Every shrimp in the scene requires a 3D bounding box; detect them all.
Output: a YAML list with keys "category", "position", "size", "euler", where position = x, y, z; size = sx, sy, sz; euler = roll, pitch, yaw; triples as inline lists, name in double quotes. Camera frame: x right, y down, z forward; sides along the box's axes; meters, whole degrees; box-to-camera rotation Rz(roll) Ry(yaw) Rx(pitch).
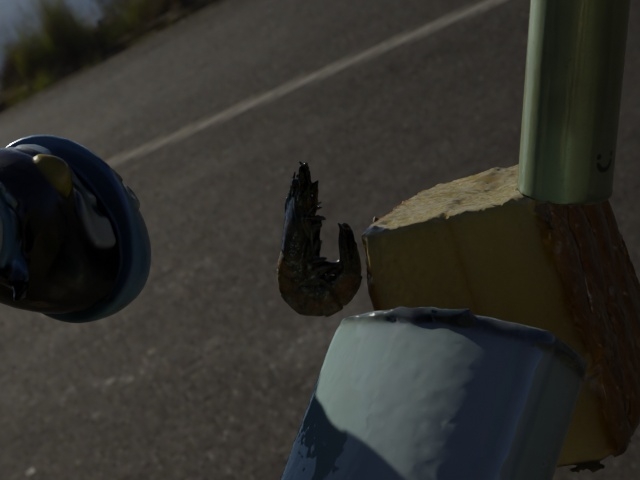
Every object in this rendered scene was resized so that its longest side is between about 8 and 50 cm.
- category: "shrimp"
  position: [0.000, 0.000, 1.362]
  size: [0.091, 0.161, 0.034]
  euler: [7, 21, 19]

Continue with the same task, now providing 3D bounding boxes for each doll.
- category: "doll"
  position: [-0.238, -0.013, 1.143]
  size: [0.141, 0.177, 0.314]
  euler: [-45, -15, 13]

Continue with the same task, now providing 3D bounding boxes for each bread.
- category: "bread"
  position: [0.194, 0.065, 1.375]
  size: [0.207, 0.279, 0.279]
  euler: [-17, 10, 25]

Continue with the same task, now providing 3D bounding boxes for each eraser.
- category: "eraser"
  position: [0.046, 0.191, 0.899]
  size: [0.189, 0.104, 0.290]
  euler: [5, 66, 42]

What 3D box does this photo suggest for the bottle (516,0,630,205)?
- category: "bottle"
  position: [0.184, -0.130, 1.005]
  size: [0.072, 0.201, 0.072]
  euler: [1, 22, 0]
